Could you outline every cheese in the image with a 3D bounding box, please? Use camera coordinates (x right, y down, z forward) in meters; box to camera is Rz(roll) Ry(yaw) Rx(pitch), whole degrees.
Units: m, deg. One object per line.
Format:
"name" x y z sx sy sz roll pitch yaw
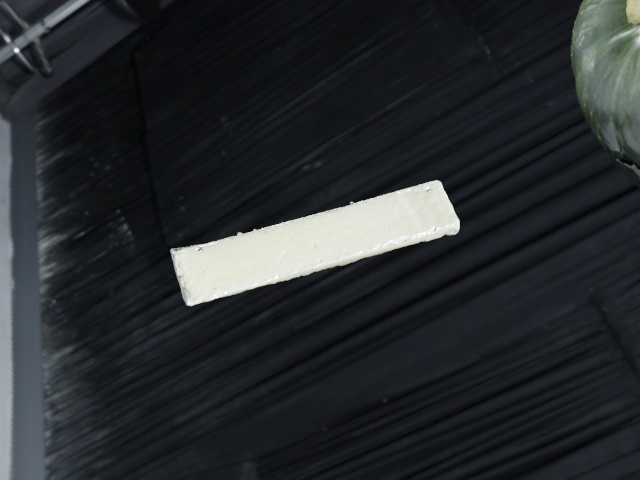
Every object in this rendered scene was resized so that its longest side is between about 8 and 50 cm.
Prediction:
"cheese" 0.001 0.000 1.037 0.034 0.400 0.085 111 -38 -69

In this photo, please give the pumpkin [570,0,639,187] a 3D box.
"pumpkin" 0.370 -0.176 0.640 0.328 0.257 0.292 127 -36 -60
